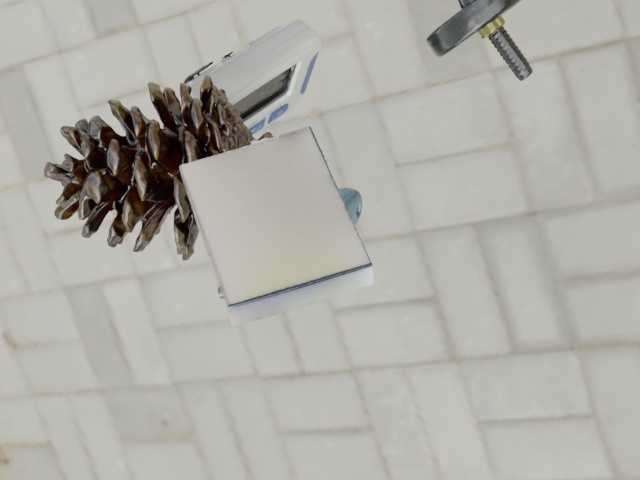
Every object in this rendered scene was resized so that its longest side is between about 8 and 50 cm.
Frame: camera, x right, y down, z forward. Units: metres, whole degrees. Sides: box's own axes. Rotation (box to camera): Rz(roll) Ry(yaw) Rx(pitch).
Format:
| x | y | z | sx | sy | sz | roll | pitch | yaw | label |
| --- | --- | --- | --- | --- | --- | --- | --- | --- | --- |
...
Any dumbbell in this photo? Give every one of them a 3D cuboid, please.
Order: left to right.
| x | y | z | sx | sy | sz | roll | pitch | yaw | label |
| --- | --- | --- | --- | --- | --- | --- | --- | --- | --- |
| 0.143 | -0.320 | 1.662 | 0.143 | 0.143 | 0.325 | -34 | 93 | 42 | dumbbell |

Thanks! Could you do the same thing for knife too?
| x | y | z | sx | sy | sz | roll | pitch | yaw | label |
| --- | --- | --- | --- | --- | --- | --- | --- | --- | --- |
| 0.000 | 0.002 | 1.625 | 0.032 | 0.244 | 0.058 | 16 | 117 | 12 | knife |

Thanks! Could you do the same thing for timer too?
| x | y | z | sx | sy | sz | roll | pitch | yaw | label |
| --- | --- | --- | --- | --- | --- | --- | --- | --- | --- |
| -0.118 | -0.215 | 2.120 | 0.078 | 0.253 | 0.178 | 46 | 149 | 15 | timer |

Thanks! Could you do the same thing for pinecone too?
| x | y | z | sx | sy | sz | roll | pitch | yaw | label |
| --- | --- | --- | --- | --- | --- | --- | --- | --- | --- |
| -0.207 | -0.086 | 1.902 | 0.309 | 0.244 | 0.244 | -6 | 109 | -1 | pinecone |

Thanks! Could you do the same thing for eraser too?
| x | y | z | sx | sy | sz | roll | pitch | yaw | label |
| --- | --- | --- | --- | --- | --- | --- | --- | --- | --- |
| -0.034 | -0.013 | 1.007 | 0.023 | 0.104 | 0.150 | 80 | 171 | -46 | eraser |
